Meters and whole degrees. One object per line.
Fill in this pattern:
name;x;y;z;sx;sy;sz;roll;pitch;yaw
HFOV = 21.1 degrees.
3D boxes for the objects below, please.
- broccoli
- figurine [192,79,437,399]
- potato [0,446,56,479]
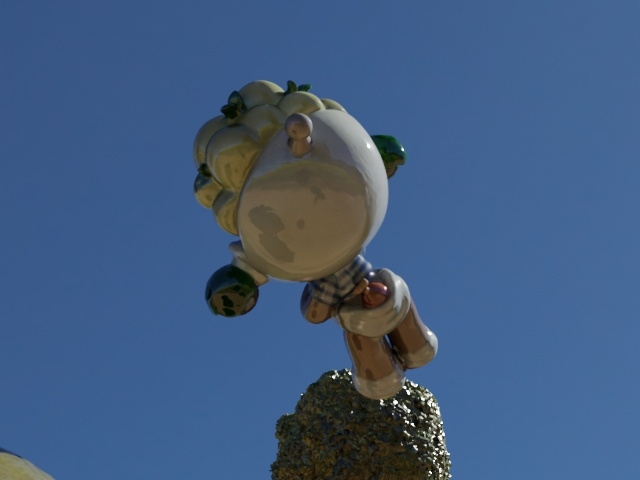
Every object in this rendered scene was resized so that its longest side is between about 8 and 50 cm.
broccoli;0.024;0.144;1.084;0.130;0.131;0.120;-32;10;-24
figurine;-0.001;-0.001;0.934;0.147;0.093;0.197;-43;-46;-23
potato;-0.202;0.143;0.698;0.251;0.159;0.174;30;-67;-28
